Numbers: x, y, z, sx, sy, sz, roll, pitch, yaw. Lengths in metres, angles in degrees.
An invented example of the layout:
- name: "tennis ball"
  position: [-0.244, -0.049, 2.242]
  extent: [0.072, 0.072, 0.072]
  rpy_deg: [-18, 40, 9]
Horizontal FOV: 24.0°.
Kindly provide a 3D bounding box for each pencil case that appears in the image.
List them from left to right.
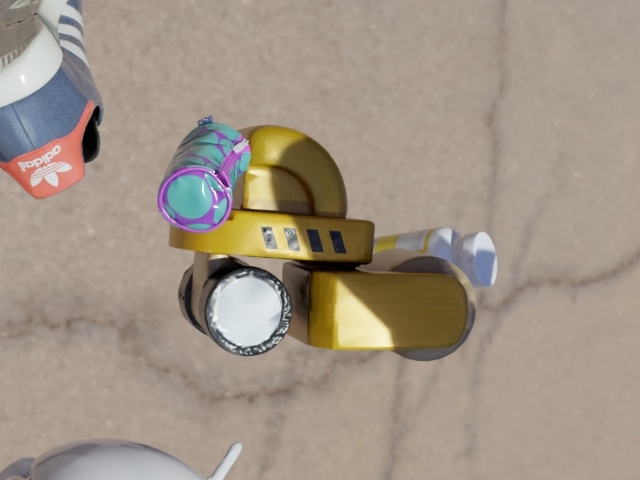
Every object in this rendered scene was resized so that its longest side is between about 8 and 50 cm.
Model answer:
- name: "pencil case"
  position: [-0.101, -0.058, 1.332]
  extent: [0.064, 0.070, 0.152]
  rpy_deg: [58, 14, -16]

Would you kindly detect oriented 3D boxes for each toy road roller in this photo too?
- name: "toy road roller"
  position: [0.000, 0.000, 1.644]
  extent: [0.329, 0.202, 0.241]
  rpy_deg: [4, 93, -14]

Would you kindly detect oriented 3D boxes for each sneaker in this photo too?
- name: "sneaker"
  position: [-0.260, -0.144, 1.373]
  extent: [0.350, 0.131, 0.148]
  rpy_deg: [-98, 166, -64]

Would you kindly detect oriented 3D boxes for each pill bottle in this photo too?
- name: "pill bottle"
  position: [0.140, 0.037, 2.034]
  extent: [0.103, 0.184, 0.103]
  rpy_deg: [23, 63, -56]

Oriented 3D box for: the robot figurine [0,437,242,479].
- name: "robot figurine"
  position: [-0.174, 0.255, 0.896]
  extent: [0.353, 0.300, 0.200]
  rpy_deg: [-36, 133, -3]
